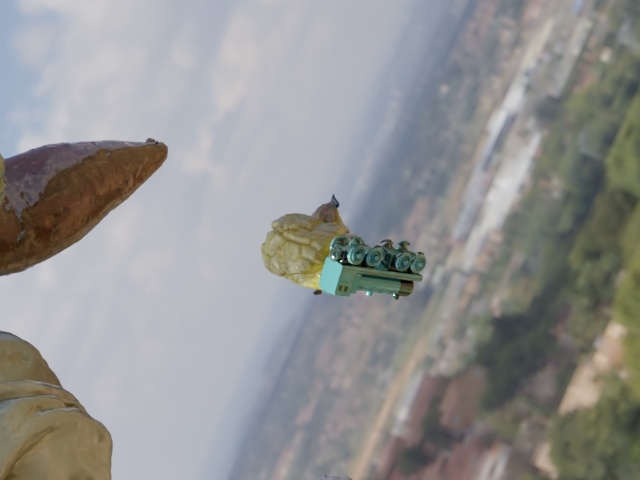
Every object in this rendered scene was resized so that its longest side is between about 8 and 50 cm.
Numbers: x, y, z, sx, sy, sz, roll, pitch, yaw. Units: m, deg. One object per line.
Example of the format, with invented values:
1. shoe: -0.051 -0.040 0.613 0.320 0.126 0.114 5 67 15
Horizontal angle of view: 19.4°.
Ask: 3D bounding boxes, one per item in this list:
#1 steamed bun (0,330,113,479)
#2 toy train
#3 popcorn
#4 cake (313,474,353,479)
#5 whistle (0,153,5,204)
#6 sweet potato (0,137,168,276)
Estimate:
1. steamed bun: -0.335 0.190 1.677 0.346 0.394 0.237 -17 41 56
2. toy train: 0.040 0.021 1.356 0.029 0.092 0.045 29 105 45
3. popcorn: 0.000 0.000 1.461 0.084 0.084 0.084 -156 90 -90
4. cake: 0.042 0.301 1.716 0.134 0.135 0.147 40 -113 -61
5. whistle: -0.305 -0.012 1.470 0.104 0.057 0.198 -58 1 31
6. sweet potato: -0.302 -0.030 1.922 0.336 0.131 0.131 -18 -29 -31
